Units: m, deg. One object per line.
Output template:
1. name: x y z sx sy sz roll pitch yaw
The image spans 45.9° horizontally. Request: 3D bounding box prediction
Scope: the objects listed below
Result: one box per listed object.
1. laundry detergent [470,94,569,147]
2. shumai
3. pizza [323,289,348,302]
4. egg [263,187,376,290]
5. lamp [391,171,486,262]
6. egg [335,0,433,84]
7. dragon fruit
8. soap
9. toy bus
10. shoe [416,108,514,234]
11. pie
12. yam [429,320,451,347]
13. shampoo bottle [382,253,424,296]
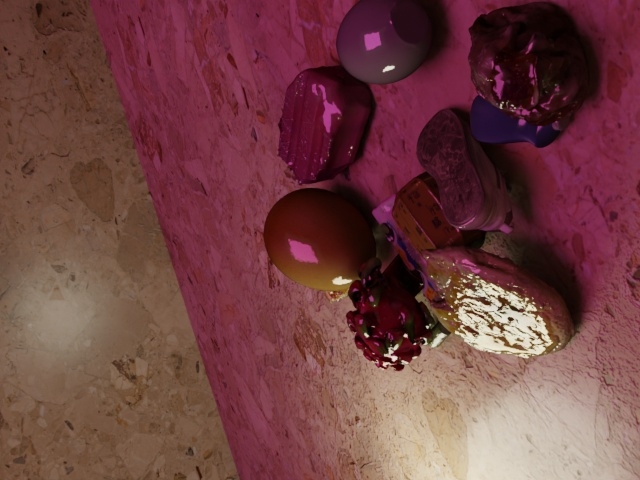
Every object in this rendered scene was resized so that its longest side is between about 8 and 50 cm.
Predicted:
1. laundry detergent: 0.361 -0.217 1.354 0.206 0.061 0.096 16 111 54
2. shumai: 0.328 -0.304 1.205 0.185 0.184 0.218 39 -140 -73
3. pizza: 0.043 0.105 2.131 0.161 0.063 0.181 22 127 46
4. egg: 0.000 0.000 1.927 0.323 0.250 0.250 30 135 39
5. lamp: 0.247 -0.043 1.579 0.185 0.161 0.161 56 150 23
6. egg: 0.122 -0.400 1.509 0.232 0.176 0.176 6 115 65
7. dragon fruit: 0.143 0.177 1.769 0.273 0.198 0.218 46 -164 -14
8. soap: 0.002 -0.285 1.847 0.220 0.127 0.324 49 146 29
9. toy bus: 0.232 0.010 1.708 0.274 0.090 0.112 58 144 16
10. shoe: 0.299 -0.124 1.481 0.124 0.159 0.316 -45 35 33
11. pie: 0.341 0.127 1.486 0.338 0.075 0.337 26 153 14
12. yam: 0.286 0.222 1.815 0.043 0.043 0.094 57 150 19
13. shampoo bottle: 0.186 0.120 1.890 0.102 0.064 0.260 51 149 12
